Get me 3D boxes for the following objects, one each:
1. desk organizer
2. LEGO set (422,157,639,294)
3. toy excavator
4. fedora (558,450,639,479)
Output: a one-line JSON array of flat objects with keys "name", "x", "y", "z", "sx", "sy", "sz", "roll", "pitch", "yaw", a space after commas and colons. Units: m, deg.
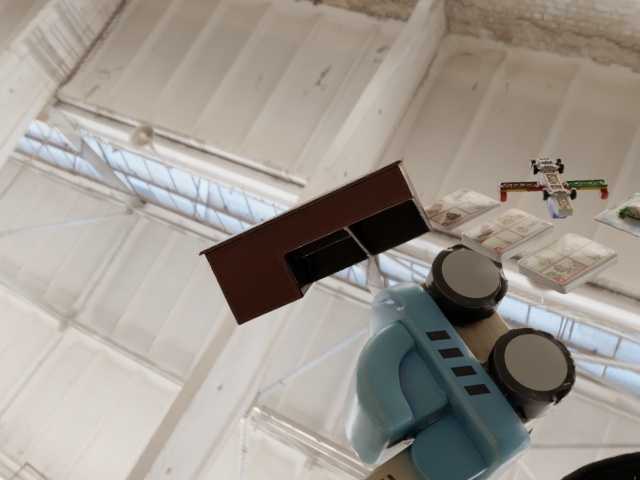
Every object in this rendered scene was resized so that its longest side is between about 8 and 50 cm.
[{"name": "desk organizer", "x": 0.000, "y": 0.000, "z": 0.394, "sx": 0.130, "sy": 0.047, "sz": 0.050, "roll": -24, "pitch": -85, "yaw": 12}, {"name": "LEGO set", "x": 0.243, "y": -0.022, "z": 0.656, "sx": 0.244, "sy": 0.060, "sz": 0.182, "roll": -24, "pitch": -145, "yaw": -28}, {"name": "toy excavator", "x": 0.113, "y": 0.276, "z": 0.835, "sx": 0.445, "sy": 0.222, "sz": 0.433, "roll": -22, "pitch": -120, "yaw": -19}, {"name": "fedora", "x": 0.248, "y": 0.251, "z": 0.343, "sx": 0.334, "sy": 0.152, "sz": 0.334, "roll": 8, "pitch": -126, "yaw": -11}]
